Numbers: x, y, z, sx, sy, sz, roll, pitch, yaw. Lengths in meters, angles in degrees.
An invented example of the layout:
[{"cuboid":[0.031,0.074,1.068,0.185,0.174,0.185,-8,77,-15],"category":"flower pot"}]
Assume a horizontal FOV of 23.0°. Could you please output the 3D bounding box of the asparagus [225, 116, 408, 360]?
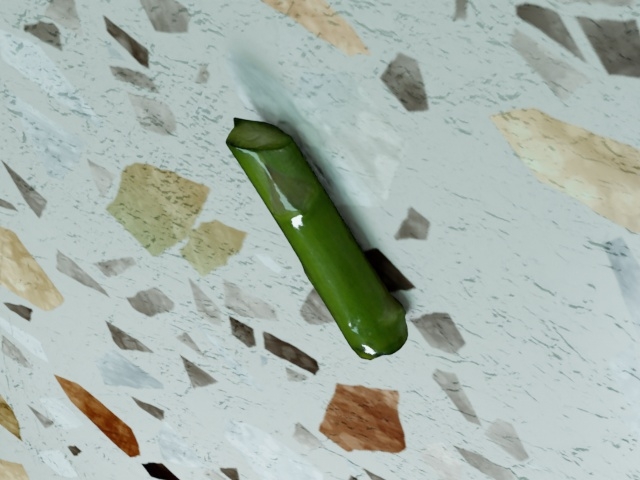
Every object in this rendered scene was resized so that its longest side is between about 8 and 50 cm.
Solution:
[{"cuboid":[0.001,-0.001,1.449,0.067,0.060,0.277,30,156,54],"category":"asparagus"}]
